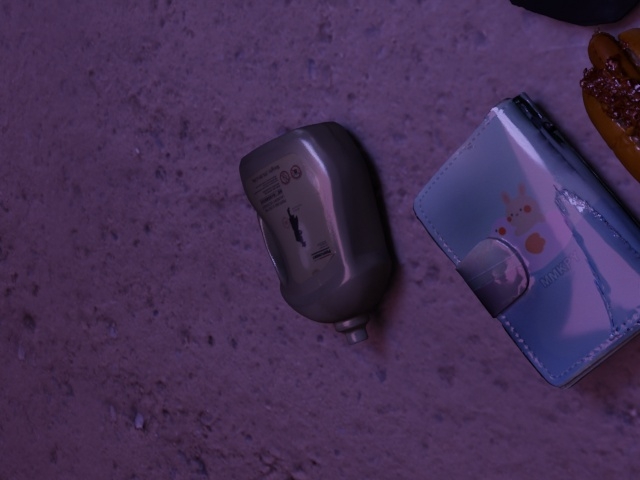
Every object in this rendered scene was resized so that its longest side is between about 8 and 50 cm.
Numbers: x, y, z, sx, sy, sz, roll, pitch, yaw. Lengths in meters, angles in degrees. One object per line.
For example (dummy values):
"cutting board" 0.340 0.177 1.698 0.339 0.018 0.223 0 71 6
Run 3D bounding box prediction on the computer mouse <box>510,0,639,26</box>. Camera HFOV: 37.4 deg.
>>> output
"computer mouse" 0.207 -0.261 0.865 0.192 0.062 0.106 30 121 34

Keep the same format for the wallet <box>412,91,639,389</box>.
"wallet" 0.217 0.003 0.927 0.250 0.075 0.176 54 128 17

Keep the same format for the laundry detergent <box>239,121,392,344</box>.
"laundry detergent" 0.000 0.000 1.111 0.181 0.091 0.254 -20 89 45

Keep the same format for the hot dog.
"hot dog" 0.297 -0.087 0.803 0.249 0.076 0.102 61 142 27
